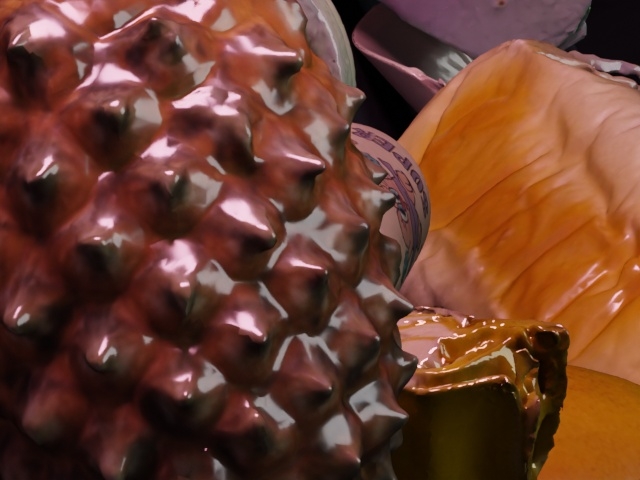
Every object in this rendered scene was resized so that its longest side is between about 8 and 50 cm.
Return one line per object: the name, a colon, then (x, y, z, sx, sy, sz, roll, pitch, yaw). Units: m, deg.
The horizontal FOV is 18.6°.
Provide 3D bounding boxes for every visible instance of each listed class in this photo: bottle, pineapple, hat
bottle: (0.000, 0.000, 0.971, 0.097, 0.110, 0.209, 35, 16, 0)
pineapple: (-0.028, 0.089, 0.629, 0.361, 0.175, 0.175, 69, 15, 8)
hat: (0.107, -0.075, 1.552, 0.226, 0.164, 0.219, 24, 29, -6)

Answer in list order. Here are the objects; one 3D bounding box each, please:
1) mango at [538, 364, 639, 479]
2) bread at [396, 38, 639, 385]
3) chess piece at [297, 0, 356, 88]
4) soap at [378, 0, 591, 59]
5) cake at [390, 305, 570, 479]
mango: (0.080, 0.131, 0.853, 0.254, 0.139, 0.175, -16, 63, -36)
bread: (0.162, 0.039, 1.202, 0.183, 0.236, 0.388, 39, 17, -32)
chess piece: (-0.055, -0.076, 0.912, 0.271, 0.139, 0.139, -92, 157, -83)
soap: (0.079, -0.338, 1.426, 0.446, 0.261, 0.156, 46, 25, -31)
cake: (0.002, 0.053, 0.729, 0.185, 0.116, 0.080, 35, 43, 14)
